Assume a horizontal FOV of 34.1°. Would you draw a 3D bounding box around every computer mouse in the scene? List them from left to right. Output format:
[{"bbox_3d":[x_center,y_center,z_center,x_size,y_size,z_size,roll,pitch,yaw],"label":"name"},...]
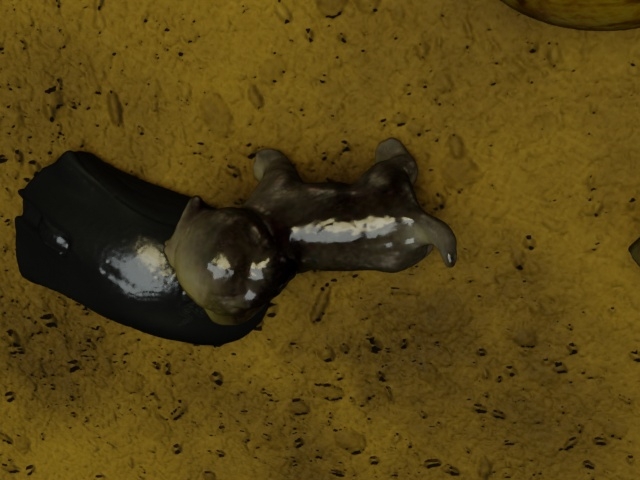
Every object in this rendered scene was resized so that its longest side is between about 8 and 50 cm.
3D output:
[{"bbox_3d":[-0.177,0.017,0.977,0.264,0.088,0.147,24,113,5],"label":"computer mouse"}]

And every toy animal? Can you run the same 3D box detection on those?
[{"bbox_3d":[-0.009,-0.004,0.885,0.233,0.169,0.121,-8,111,2],"label":"toy animal"}]

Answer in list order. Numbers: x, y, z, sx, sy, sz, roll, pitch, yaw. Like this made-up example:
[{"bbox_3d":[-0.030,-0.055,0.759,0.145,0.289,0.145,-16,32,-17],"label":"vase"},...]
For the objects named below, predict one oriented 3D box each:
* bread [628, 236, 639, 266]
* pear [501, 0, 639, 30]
[{"bbox_3d":[0.386,-0.012,0.773,0.196,0.239,0.252,14,128,-38],"label":"bread"},{"bbox_3d":[0.187,-0.271,0.665,0.280,0.281,0.281,5,114,11],"label":"pear"}]
